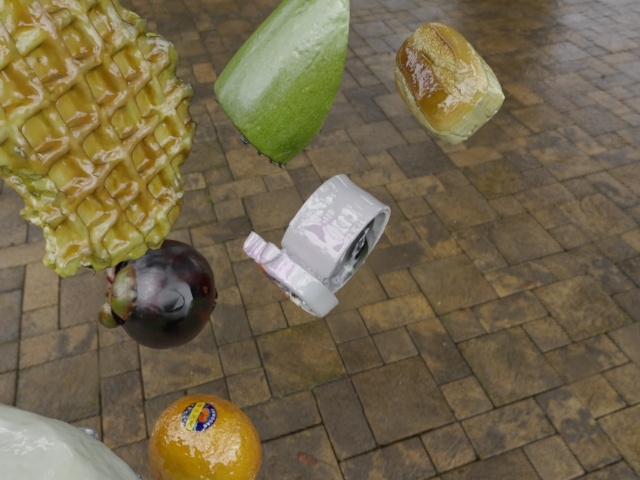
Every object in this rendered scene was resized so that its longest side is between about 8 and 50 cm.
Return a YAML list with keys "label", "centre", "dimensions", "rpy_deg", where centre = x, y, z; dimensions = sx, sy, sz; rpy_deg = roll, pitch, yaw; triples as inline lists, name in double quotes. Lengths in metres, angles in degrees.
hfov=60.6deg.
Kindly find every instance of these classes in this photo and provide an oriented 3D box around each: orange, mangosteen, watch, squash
- label: "orange"
  centre: [-0.180, 0.326, 0.847]
  dimensions: [0.177, 0.178, 0.155]
  rpy_deg: [8, 37, 10]
- label: "mangosteen"
  centre: [-0.285, 0.094, 0.973]
  dimensions: [0.209, 0.210, 0.210]
  rpy_deg: [0, 43, 0]
- label: "watch"
  centre: [0.000, 0.000, 0.974]
  dimensions: [0.196, 0.244, 0.231]
  rpy_deg: [35, 80, 14]
- label: "squash"
  centre: [-0.023, -0.263, 0.844]
  dimensions: [0.260, 0.189, 0.189]
  rpy_deg: [-40, 42, 18]

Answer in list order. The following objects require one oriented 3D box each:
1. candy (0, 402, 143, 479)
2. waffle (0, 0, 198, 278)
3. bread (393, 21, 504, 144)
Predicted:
- label: "candy"
  centre: [-0.373, 0.371, 0.580]
  dimensions: [0.426, 0.186, 0.386]
  rpy_deg: [3, 69, 3]
- label: "waffle"
  centre: [-0.227, -0.107, 0.531]
  dimensions: [0.058, 0.301, 0.282]
  rpy_deg: [3, 69, 26]
- label: "bread"
  centre: [0.202, -0.271, 0.918]
  dimensions: [0.106, 0.140, 0.236]
  rpy_deg: [26, 31, -37]
